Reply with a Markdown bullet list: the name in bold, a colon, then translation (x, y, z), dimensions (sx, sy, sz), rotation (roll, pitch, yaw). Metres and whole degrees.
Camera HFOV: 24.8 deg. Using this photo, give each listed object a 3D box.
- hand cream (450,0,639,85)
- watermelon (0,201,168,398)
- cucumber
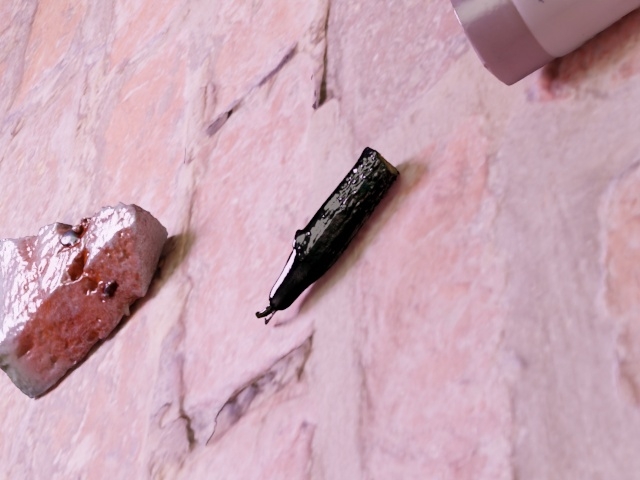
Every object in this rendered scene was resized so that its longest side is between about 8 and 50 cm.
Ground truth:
- **hand cream**: translation (0.209, -0.204, 0.983), dimensions (0.247, 0.083, 0.133), rotation (-30, 37, 22)
- **watermelon**: translation (-0.235, 0.043, 1.411), dimensions (0.241, 0.094, 0.154), rotation (-31, 44, 34)
- **cucumber**: translation (0.000, 0.000, 1.123), dimensions (0.163, 0.039, 0.043), rotation (-51, 7, 5)
